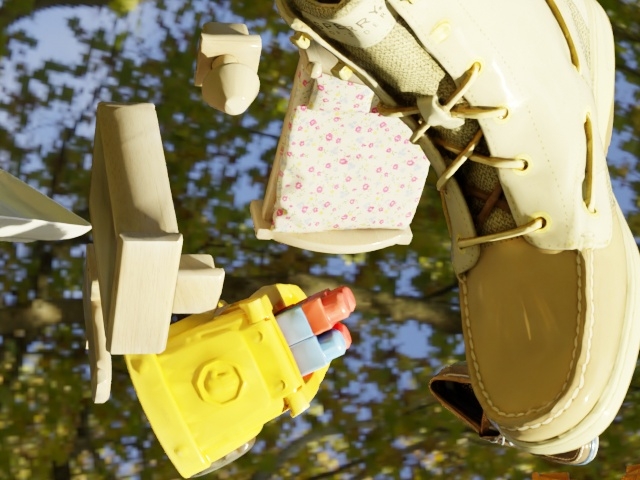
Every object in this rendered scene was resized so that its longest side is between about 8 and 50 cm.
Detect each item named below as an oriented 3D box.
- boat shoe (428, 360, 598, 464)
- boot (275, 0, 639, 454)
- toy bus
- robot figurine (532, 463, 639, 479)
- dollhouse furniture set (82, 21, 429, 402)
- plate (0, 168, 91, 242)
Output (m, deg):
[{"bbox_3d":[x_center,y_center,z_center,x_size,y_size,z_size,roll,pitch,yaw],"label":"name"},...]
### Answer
[{"bbox_3d":[0.184,0.176,1.381,0.183,0.066,0.066,21,-70,39],"label":"boat shoe"},{"bbox_3d":[0.064,-0.048,0.648,0.095,0.203,0.262,-13,-119,35],"label":"boot"},{"bbox_3d":[-0.058,0.103,1.318,0.211,0.220,0.149,-26,-88,9],"label":"toy bus"},{"bbox_3d":[0.285,0.370,1.393,0.211,0.085,0.291,-11,-120,29],"label":"robot figurine"},{"bbox_3d":[0.000,0.000,1.128,0.174,0.356,0.303,-105,-158,-45],"label":"dollhouse furniture set"},{"bbox_3d":[-0.460,-0.057,1.692,0.277,0.278,0.045,27,-76,39],"label":"plate"}]
